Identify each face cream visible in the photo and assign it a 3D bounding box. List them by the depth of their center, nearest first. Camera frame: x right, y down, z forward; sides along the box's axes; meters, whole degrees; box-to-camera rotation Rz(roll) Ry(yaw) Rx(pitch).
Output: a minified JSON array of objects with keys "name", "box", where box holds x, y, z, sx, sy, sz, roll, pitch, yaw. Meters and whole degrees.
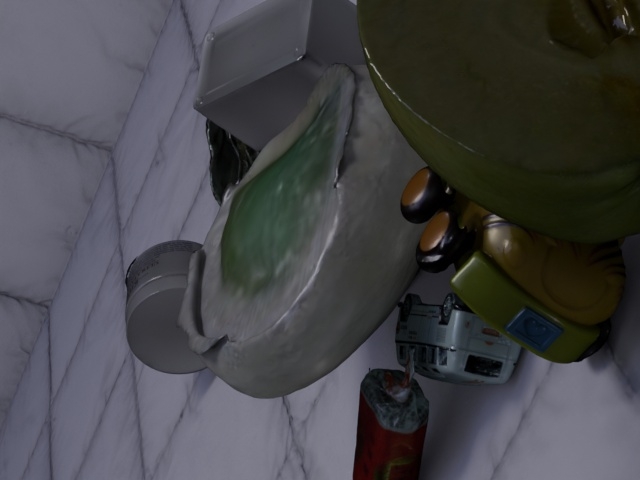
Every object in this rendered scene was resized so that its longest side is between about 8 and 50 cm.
[{"name":"face cream","box":[-0.232,0.107,2.478,0.153,0.177,0.177,-102,34,-57]}]

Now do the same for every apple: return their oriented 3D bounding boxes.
[{"name":"apple","box":[0.221,-0.158,1.207,0.320,0.312,0.360,-43,43,31]}]

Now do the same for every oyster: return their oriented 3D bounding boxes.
[{"name":"oyster","box":[-0.103,-0.214,2.460,0.162,0.158,0.351,112,179,-64]}]

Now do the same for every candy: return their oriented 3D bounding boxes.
[{"name":"candy","box":[0.073,0.219,1.612,0.086,0.059,0.292,-121,28,-47]},{"name":"candy","box":[0.000,0.000,1.705,0.386,0.186,0.427,-40,23,36]}]

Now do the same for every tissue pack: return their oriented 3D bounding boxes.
[{"name":"tissue pack","box":[-0.055,-0.263,2.258,0.246,0.136,0.159,-20,51,41]}]

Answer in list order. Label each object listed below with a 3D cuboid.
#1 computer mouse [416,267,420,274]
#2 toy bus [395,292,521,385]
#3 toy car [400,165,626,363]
[{"name":"computer mouse","box":[0.051,0.019,1.912,0.264,0.088,0.147,129,155,-53]},{"name":"toy bus","box":[0.139,0.104,1.575,0.194,0.087,0.089,176,106,-71]},{"name":"toy car","box":[0.193,-0.009,1.368,0.142,0.200,0.248,-51,26,20]}]
